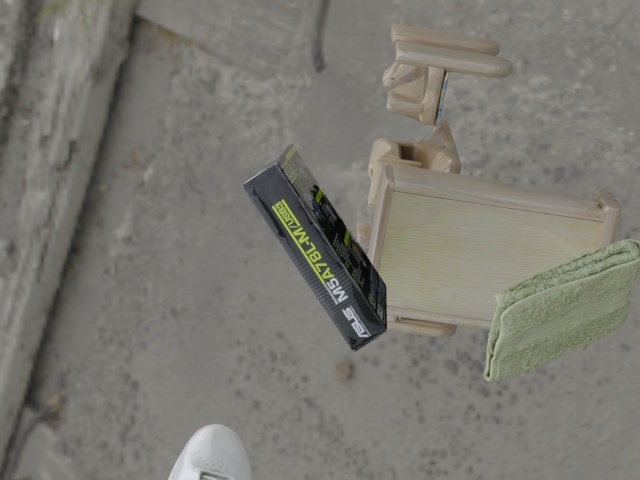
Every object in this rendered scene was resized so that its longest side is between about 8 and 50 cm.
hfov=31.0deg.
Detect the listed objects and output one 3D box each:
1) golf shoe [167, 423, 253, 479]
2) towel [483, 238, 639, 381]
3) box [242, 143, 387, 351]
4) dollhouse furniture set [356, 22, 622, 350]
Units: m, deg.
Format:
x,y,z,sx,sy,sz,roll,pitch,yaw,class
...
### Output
x,y,z,sx,sy,sz,roll,pitch,yaw,class
-0.120,0.323,1.280,0.140,0.115,0.306,113,166,-46,golf shoe
0.203,0.060,0.964,0.027,0.148,0.110,54,156,40,towel
0.000,0.000,1.110,0.045,0.190,0.184,-35,97,8,box
0.188,-0.042,1.427,0.394,0.256,0.362,-85,4,-70,dollhouse furniture set
